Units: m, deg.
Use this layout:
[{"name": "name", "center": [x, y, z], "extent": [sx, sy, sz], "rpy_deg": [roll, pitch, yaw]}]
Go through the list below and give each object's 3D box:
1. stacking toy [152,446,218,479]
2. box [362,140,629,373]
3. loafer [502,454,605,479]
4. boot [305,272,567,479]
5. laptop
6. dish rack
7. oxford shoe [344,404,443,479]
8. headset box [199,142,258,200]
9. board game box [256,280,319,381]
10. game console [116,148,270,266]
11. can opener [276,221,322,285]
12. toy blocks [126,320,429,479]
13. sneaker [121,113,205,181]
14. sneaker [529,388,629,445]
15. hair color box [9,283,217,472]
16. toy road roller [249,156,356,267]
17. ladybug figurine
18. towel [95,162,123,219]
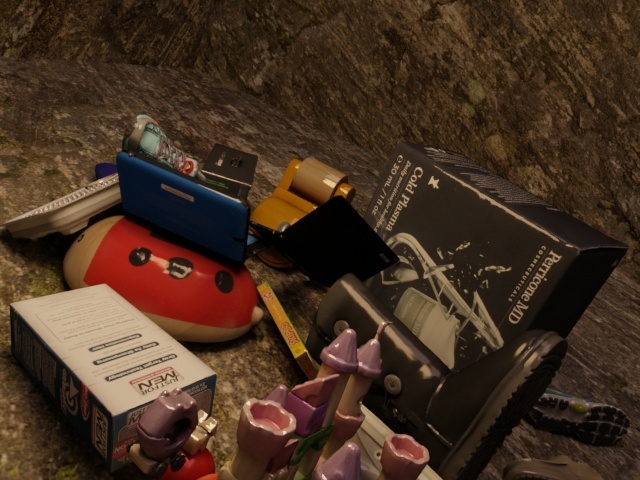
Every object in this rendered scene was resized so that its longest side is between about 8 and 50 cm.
[{"name": "stacking toy", "center": [-0.121, 0.391, 0.670], "extent": [0.141, 0.141, 0.330], "rpy_deg": [-2, 28, -41]}, {"name": "box", "center": [0.326, 0.091, 1.197], "extent": [0.298, 0.479, 0.472], "rpy_deg": [-1, 32, -44]}, {"name": "loafer", "center": [0.453, 0.471, 0.994], "extent": [0.269, 0.101, 0.092], "rpy_deg": [22, 21, -21]}, {"name": "boot", "center": [0.192, 0.208, 1.020], "extent": [0.146, 0.366, 0.445], "rpy_deg": [18, 18, -47]}, {"name": "laptop", "center": [0.000, 0.000, 1.171], "extent": [0.234, 0.136, 0.264], "rpy_deg": [45, -14, -31]}, {"name": "dish rack", "center": [-0.543, -0.089, 1.199], "extent": [0.286, 0.072, 0.333], "rpy_deg": [-6, 23, 38]}, {"name": "oxford shoe", "center": [0.161, 0.436, 0.811], "extent": [0.449, 0.130, 0.169], "rpy_deg": [38, -16, 19]}, {"name": "headset box", "center": [-0.270, -0.103, 1.377], "extent": [0.131, 0.282, 0.246], "rpy_deg": [16, 24, -10]}, {"name": "board game box", "center": [-0.062, 0.207, 1.107], "extent": [0.039, 0.124, 0.259], "rpy_deg": [-33, 41, -9]}, {"name": "game console", "center": [-0.256, -0.080, 1.094], "extent": [0.293, 0.250, 0.173], "rpy_deg": [23, 45, 9]}, {"name": "can opener", "center": [-0.027, 0.031, 1.351], "extent": [0.076, 0.283, 0.095], "rpy_deg": [13, 61, 28]}, {"name": "toy blocks", "center": [-0.026, 0.226, 0.680], "extent": [0.309, 0.259, 0.289], "rpy_deg": [26, 10, 30]}, {"name": "sneaker", "center": [-0.326, -0.183, 1.113], "extent": [0.125, 0.104, 0.262], "rpy_deg": [17, -14, 13]}, {"name": "sneaker", "center": [0.622, 0.412, 1.246], "extent": [0.276, 0.106, 0.110], "rpy_deg": [21, 11, -6]}, {"name": "hair color box", "center": [-0.348, 0.199, 0.833], "extent": [0.347, 0.105, 0.174], "rpy_deg": [25, 24, 35]}, {"name": "toy road roller", "center": [-0.068, -0.078, 1.442], "extent": [0.203, 0.329, 0.241], "rpy_deg": [29, 3, 16]}, {"name": "ladybug figurine", "center": [-0.330, 0.070, 1.117], "extent": [0.450, 0.161, 0.305], "rpy_deg": [20, 24, -2]}, {"name": "towel", "center": [-0.529, -0.132, 1.497], "extent": [0.228, 0.076, 0.308], "rpy_deg": [-2, 33, -28]}]
